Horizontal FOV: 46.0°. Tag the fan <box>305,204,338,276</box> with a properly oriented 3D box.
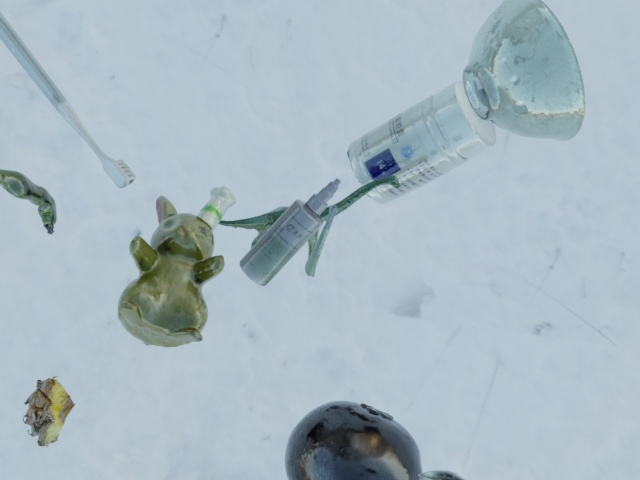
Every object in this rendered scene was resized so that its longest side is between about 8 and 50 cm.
[{"bbox_3d":[0.000,0.000,1.598,0.016,0.038,0.193,-3,133,-29],"label":"fan"}]

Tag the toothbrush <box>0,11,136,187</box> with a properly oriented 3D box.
[{"bbox_3d":[-0.378,-0.209,1.081,0.025,0.030,0.342,-44,83,26],"label":"toothbrush"}]

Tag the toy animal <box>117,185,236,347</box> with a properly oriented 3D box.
[{"bbox_3d":[-0.282,0.028,1.490,0.181,0.180,0.363,16,74,-10],"label":"toy animal"}]

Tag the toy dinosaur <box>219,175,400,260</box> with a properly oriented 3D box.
[{"bbox_3d":[-0.056,-0.078,1.834,0.447,0.087,0.301,11,134,-5],"label":"toy dinosaur"}]

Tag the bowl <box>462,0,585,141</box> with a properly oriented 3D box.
[{"bbox_3d":[0.369,-0.315,1.481,0.146,0.313,0.313,-24,96,-4],"label":"bowl"}]

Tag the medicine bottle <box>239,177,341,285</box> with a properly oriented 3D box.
[{"bbox_3d":[-0.038,-0.019,1.132,0.057,0.057,0.199,43,102,-4],"label":"medicine bottle"}]

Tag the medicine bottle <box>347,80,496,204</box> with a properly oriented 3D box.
[{"bbox_3d":[0.254,-0.242,1.886,0.332,0.190,0.190,-28,96,27],"label":"medicine bottle"}]

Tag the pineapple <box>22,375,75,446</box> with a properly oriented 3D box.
[{"bbox_3d":[-0.450,0.297,1.252,0.077,0.114,0.114,24,124,-33],"label":"pineapple"}]

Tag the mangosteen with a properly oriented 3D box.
[{"bbox_3d":[0.051,0.471,1.473,0.275,0.275,0.302,24,87,-2],"label":"mangosteen"}]

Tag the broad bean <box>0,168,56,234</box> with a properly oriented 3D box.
[{"bbox_3d":[-0.545,-0.086,1.413,0.046,0.195,0.061,0,58,17],"label":"broad bean"}]

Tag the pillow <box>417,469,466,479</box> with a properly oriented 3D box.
[{"bbox_3d":[0.195,0.377,1.132,0.055,0.136,0.091,-45,66,-8],"label":"pillow"}]
